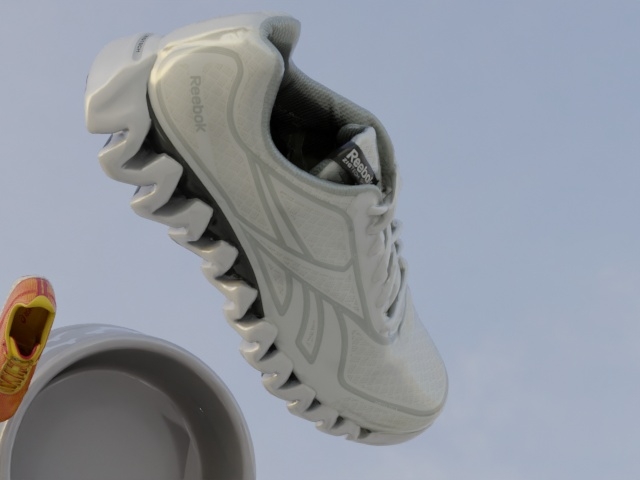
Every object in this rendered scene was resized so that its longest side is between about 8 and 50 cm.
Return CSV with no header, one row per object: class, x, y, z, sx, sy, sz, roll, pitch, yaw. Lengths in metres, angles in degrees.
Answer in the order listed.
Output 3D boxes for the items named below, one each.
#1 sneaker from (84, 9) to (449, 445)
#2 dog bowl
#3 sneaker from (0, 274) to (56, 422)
sneaker,0.000,0.000,0.916,0.118,0.110,0.292,-20,-55,26
dog bowl,-0.227,0.259,1.914,0.349,0.348,0.102,23,-20,-25
sneaker,-0.312,0.116,1.742,0.064,0.067,0.175,11,-61,-17
